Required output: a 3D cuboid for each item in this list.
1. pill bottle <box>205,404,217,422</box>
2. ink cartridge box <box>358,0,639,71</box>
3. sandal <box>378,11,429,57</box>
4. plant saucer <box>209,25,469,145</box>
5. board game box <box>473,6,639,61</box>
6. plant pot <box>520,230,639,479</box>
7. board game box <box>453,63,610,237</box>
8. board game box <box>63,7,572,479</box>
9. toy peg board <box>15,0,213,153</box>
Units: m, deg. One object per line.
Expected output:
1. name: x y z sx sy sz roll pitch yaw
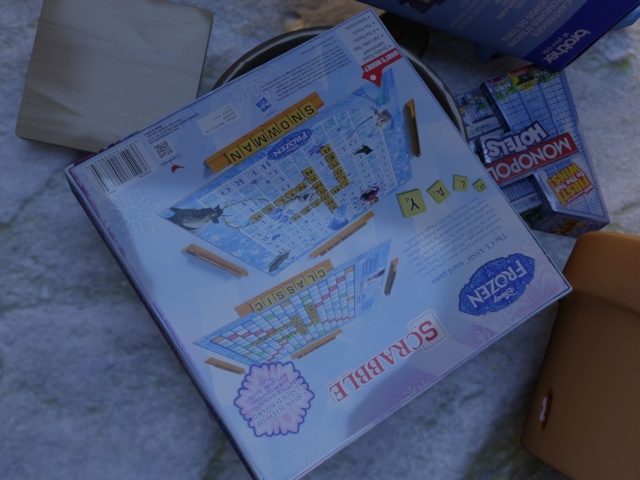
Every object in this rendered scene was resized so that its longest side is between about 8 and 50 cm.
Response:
1. pill bottle: -0.032 0.109 0.790 0.160 0.087 0.087 -10 75 -15
2. ink cartridge box: 0.174 -0.352 0.872 0.395 0.151 0.270 14 65 -17
3. sandal: 0.054 -0.175 0.910 0.090 0.060 0.219 37 69 1
4. plant saucer: 0.009 -0.074 0.846 0.277 0.041 0.278 0 84 1
5. board game box: 0.258 -0.310 1.006 0.211 0.039 0.160 -17 77 -15
6. plant pot: 0.316 0.150 0.765 0.290 0.291 0.204 31 87 -1
7. board game box: 0.212 -0.078 0.913 0.194 0.060 0.194 -22 78 -17
8. board game box: 0.000 0.000 0.743 0.318 0.066 0.318 -31 81 -16
9. toy peg board: -0.202 -0.161 0.857 0.161 0.079 0.161 11 87 -7
